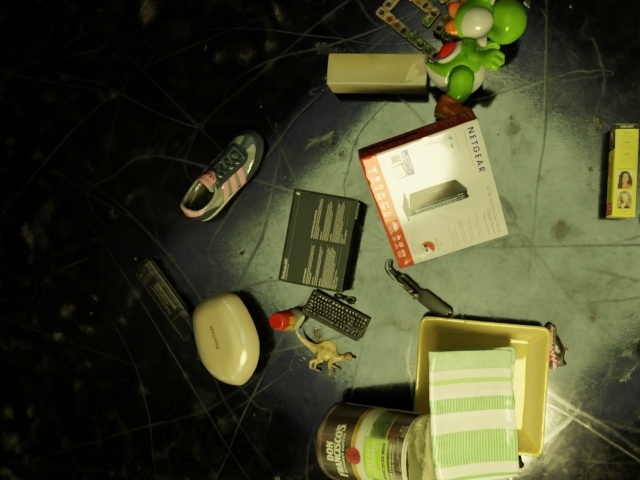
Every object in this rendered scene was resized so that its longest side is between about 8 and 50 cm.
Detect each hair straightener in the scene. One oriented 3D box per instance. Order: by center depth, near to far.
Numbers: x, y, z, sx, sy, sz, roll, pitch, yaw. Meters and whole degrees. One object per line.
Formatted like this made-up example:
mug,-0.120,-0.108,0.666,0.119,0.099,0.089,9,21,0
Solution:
hair straightener,0.261,0.132,1.669,0.230,0.089,0.047,44,100,10

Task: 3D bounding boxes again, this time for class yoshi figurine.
yoshi figurine,0.420,-0.474,1.585,0.203,0.203,0.362,27,107,46

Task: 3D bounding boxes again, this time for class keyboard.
keyboard,0.050,0.196,1.735,0.180,0.023,0.108,27,76,6

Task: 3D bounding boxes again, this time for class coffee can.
coffee can,0.156,0.526,1.574,0.275,0.201,0.202,-5,87,40

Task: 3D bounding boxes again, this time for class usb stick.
usb stick,-0.455,0.177,1.850,0.077,0.045,0.278,-41,81,16

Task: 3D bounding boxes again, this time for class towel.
towel,0.383,0.430,1.525,0.247,0.038,0.325,0,88,-19

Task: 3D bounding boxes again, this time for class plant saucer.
plant saucer,0.420,0.375,1.634,0.332,0.081,0.333,4,90,12

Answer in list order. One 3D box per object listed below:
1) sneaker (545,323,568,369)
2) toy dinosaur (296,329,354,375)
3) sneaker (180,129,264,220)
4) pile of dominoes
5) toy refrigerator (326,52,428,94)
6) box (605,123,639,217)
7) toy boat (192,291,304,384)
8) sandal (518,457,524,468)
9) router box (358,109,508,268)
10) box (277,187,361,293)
sneaker,0.618,0.276,1.616,0.057,0.047,0.119,-5,89,-7
toy dinosaur,0.002,0.324,1.751,0.183,0.053,0.093,22,78,5
sneaker,-0.281,-0.186,1.774,0.112,0.131,0.319,37,96,11
pile of dominoes,0.304,-0.633,1.702,0.251,0.040,0.196,42,98,10
toy refrigerator,0.160,-0.461,1.698,0.269,0.102,0.094,5,90,13
box,0.765,-0.173,1.568,0.058,0.087,0.232,2,90,15
toy boat,-0.203,0.263,1.755,0.318,0.148,0.268,-19,80,19
sandal,0.446,0.583,1.609,0.179,0.040,0.067,13,134,-12
router box,0.291,-0.126,1.588,0.301,0.082,0.336,-19,116,10
box,0.000,0.000,1.724,0.184,0.103,0.261,11,92,9
